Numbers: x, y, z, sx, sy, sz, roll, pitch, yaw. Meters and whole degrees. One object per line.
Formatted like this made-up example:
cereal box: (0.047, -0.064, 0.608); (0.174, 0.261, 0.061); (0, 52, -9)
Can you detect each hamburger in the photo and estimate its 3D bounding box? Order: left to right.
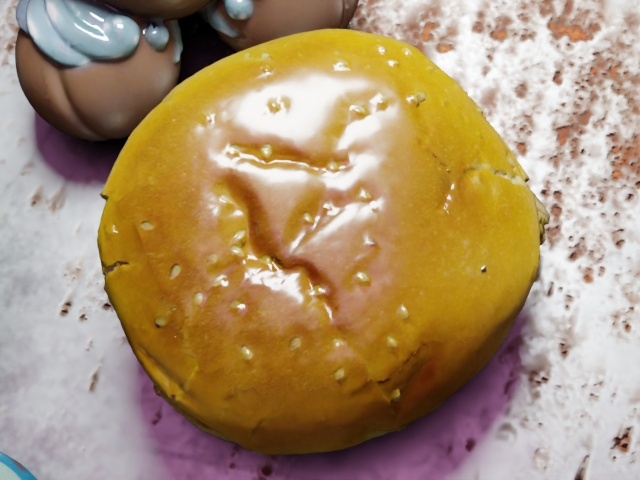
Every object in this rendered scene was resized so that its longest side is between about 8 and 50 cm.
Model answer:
hamburger: (0.000, 0.000, 1.052); (0.314, 0.170, 0.290); (-29, 83, -5)

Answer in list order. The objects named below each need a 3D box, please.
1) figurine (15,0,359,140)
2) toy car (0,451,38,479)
figurine: (-0.161, -0.298, 1.140); (0.276, 0.248, 0.388); (-25, 63, 0)
toy car: (-0.295, 0.244, 0.993); (0.255, 0.190, 0.188); (-29, 72, -6)
